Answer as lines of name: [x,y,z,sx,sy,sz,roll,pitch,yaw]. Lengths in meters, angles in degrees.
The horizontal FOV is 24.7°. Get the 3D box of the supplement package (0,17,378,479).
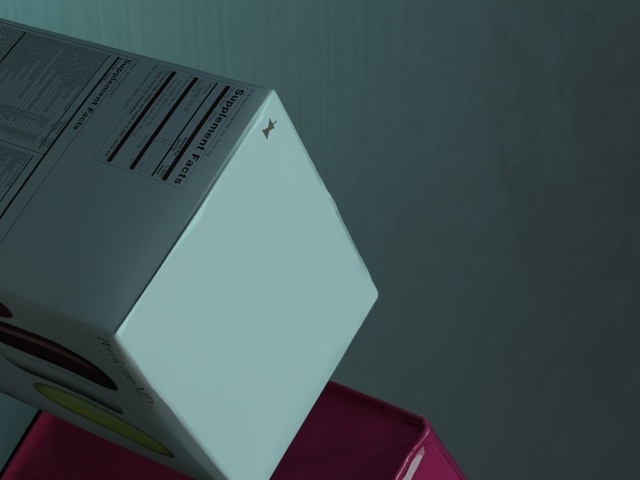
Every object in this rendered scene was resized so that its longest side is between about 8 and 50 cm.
supplement package: [-0.111,0.010,0.792,0.149,0.203,0.194,-58,147,-22]

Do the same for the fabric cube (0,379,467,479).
fabric cube: [-0.049,0.233,0.959,0.254,0.259,0.258,-59,147,-18]
